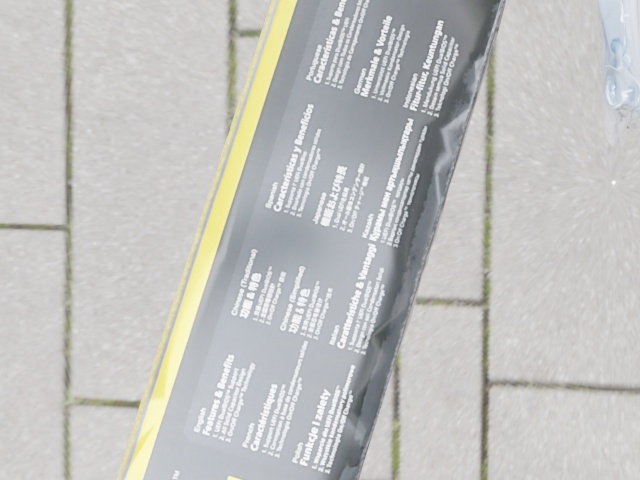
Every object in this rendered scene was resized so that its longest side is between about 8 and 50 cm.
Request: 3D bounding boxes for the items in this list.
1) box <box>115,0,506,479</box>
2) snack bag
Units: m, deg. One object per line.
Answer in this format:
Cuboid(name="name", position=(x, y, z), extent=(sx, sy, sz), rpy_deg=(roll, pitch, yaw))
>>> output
Cuboid(name="box", position=(0.000, 0.000, 0.511), extent=(0.079, 0.257, 0.322), rpy_deg=(17, 85, 3))
Cuboid(name="snack bag", position=(0.188, -0.230, 0.812), extent=(0.037, 0.342, 0.323), rpy_deg=(-3, 90, 13))
